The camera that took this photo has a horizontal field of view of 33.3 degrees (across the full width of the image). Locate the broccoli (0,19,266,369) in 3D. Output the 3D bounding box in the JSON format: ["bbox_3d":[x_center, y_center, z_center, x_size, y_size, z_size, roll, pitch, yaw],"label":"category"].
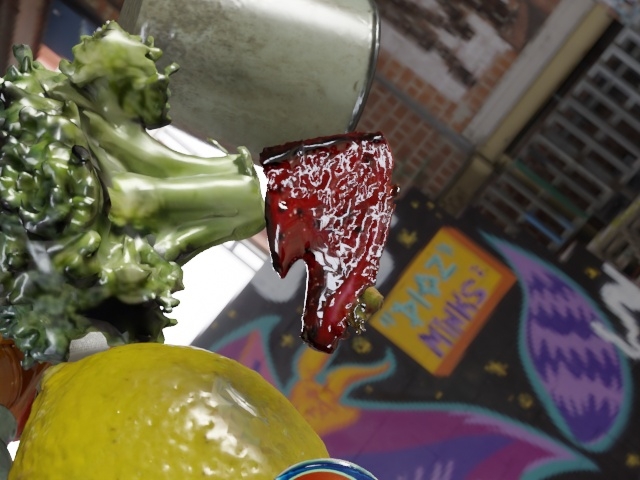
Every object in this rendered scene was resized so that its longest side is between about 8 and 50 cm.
[{"bbox_3d":[-0.195,-0.015,1.060,0.281,0.293,0.348,-13,-30,0],"label":"broccoli"}]

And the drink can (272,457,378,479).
[{"bbox_3d":[0.002,0.221,0.641,0.118,0.118,0.205,-52,10,13],"label":"drink can"}]

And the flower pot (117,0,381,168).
[{"bbox_3d":[-0.118,-0.261,1.523,0.293,0.330,0.294,-48,34,47],"label":"flower pot"}]

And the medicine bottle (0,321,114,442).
[{"bbox_3d":[-0.355,0.154,1.272,0.149,0.112,0.222,-59,-20,14],"label":"medicine bottle"}]

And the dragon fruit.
[{"bbox_3d":[0.015,0.001,0.913,0.092,0.122,0.192,4,86,49],"label":"dragon fruit"}]

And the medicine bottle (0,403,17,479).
[{"bbox_3d":[-0.370,0.236,1.041,0.147,0.147,0.143,-55,34,42],"label":"medicine bottle"}]

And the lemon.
[{"bbox_3d":[-0.120,0.211,0.860,0.253,0.310,0.253,-47,-10,-12],"label":"lemon"}]
